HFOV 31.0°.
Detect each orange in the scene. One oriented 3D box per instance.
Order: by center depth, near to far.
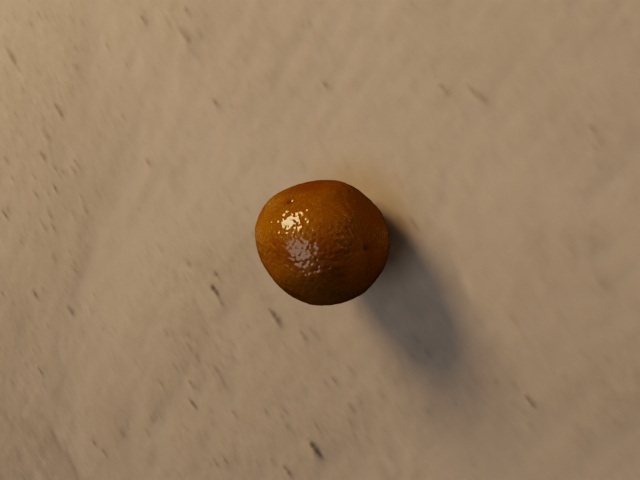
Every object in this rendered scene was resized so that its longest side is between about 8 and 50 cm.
[{"bbox_3d":[0.000,0.000,0.682,0.085,0.085,0.085,21,121,39],"label":"orange"}]
